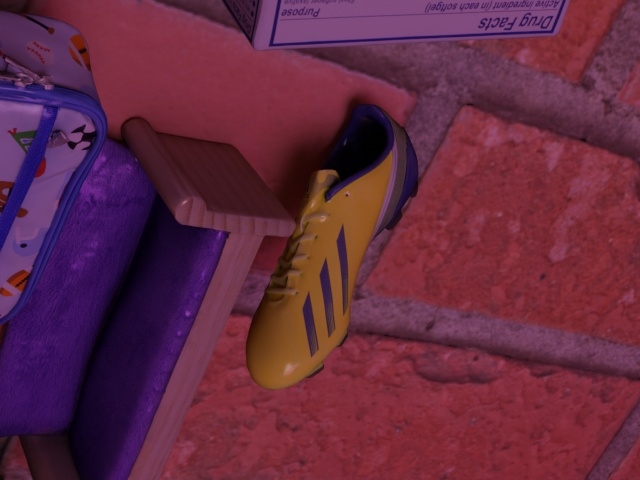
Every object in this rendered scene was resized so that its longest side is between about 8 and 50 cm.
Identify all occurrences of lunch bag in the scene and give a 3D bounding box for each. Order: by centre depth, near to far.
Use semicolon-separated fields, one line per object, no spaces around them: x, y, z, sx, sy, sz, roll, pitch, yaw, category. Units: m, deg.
-0.294;-0.048;0.869;0.243;0.115;0.303;6;138;-32;lunch bag

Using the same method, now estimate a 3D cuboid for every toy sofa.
-0.183;0.083;1.046;0.177;0.150;0.363;8;117;-34;toy sofa

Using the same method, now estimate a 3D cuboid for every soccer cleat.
-0.001;-0.001;1.062;0.289;0.093;0.121;-60;142;-26;soccer cleat

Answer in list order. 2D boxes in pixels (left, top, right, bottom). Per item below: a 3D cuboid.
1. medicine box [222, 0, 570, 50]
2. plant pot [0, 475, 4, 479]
0.068;-0.297;0.835;0.263;0.149;0.289;-7;132;-24;medicine box
-0.398;0.225;0.978;0.274;0.275;0.294;-23;114;-13;plant pot
